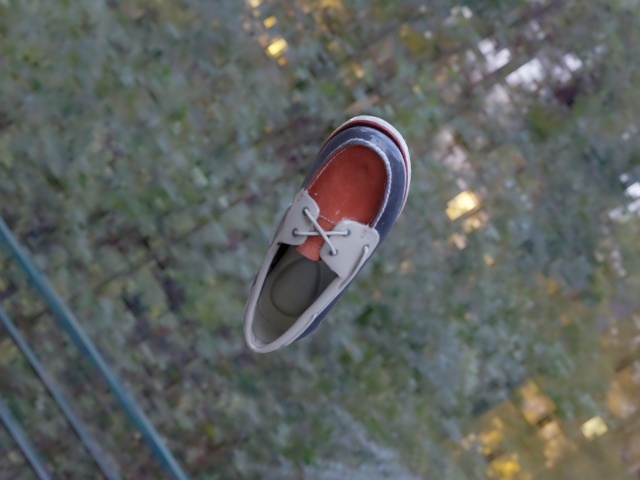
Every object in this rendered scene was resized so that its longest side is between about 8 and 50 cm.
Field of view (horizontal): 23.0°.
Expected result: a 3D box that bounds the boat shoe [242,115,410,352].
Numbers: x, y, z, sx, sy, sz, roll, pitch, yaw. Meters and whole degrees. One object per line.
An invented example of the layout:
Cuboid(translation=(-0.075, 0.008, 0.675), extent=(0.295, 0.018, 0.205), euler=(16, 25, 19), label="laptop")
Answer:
Cuboid(translation=(0.000, 0.000, 0.741), extent=(0.049, 0.137, 0.043), euler=(36, 40, 6), label="boat shoe")
